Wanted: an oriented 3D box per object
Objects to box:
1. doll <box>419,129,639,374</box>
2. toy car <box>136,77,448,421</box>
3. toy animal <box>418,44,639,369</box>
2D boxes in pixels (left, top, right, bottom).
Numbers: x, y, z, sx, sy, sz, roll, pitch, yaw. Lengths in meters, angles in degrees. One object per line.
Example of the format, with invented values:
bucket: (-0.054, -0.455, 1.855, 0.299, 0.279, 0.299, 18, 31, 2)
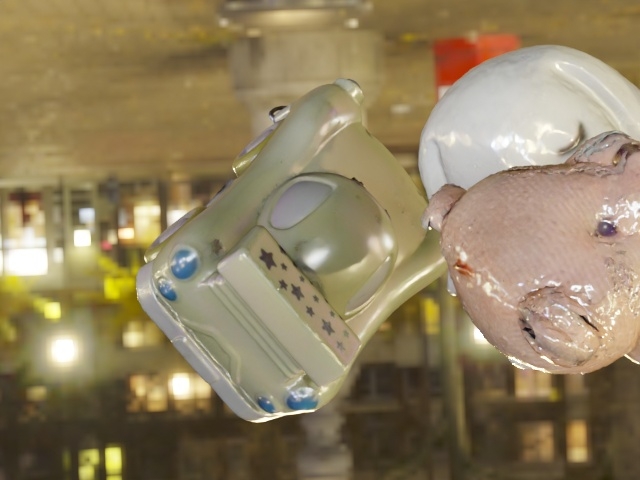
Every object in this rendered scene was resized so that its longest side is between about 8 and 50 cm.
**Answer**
doll: (0.231, 0.005, 1.214, 0.303, 0.156, 0.201, 1, -149, -30)
toy car: (0.000, 0.000, 1.807, 0.336, 0.242, 0.226, -47, -168, -34)
toy animal: (0.195, -0.049, 1.544, 0.271, 0.206, 0.265, -32, 127, 17)
